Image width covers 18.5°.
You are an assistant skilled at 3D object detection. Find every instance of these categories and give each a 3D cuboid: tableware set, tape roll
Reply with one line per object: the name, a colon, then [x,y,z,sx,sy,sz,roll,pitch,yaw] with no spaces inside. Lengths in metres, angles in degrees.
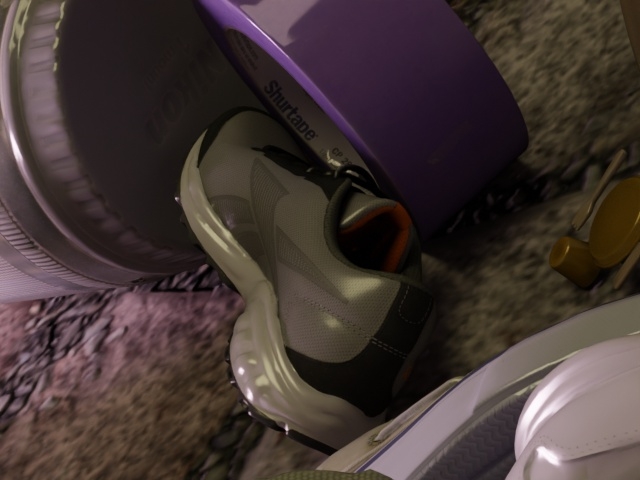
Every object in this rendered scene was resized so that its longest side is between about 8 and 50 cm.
tableware set: [0.138,0.031,0.893,0.104,0.024,0.154,-58,21,18]
tape roll: [0.020,-0.092,1.059,0.080,0.189,0.189,-41,27,-6]

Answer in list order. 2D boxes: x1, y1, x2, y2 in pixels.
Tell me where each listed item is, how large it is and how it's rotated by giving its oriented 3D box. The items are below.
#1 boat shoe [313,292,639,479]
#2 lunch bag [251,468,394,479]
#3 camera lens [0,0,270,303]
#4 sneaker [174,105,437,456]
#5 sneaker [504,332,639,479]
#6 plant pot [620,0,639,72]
boat shoe: [0.062,0.095,0.807,0.302,0.109,0.094,-33,25,21]
lunch bag: [0.023,0.225,0.442,0.169,0.287,0.235,-5,35,11]
camera lens: [-0.172,-0.074,1.227,0.274,0.219,0.219,-9,39,44]
sneaker: [0.000,0.000,1.019,0.108,0.100,0.271,-52,30,18]
sneaker: [0.085,0.146,0.664,0.305,0.114,0.152,-51,21,42]
plant pot: [0.207,-0.137,1.001,0.109,0.096,0.109,-18,34,34]
